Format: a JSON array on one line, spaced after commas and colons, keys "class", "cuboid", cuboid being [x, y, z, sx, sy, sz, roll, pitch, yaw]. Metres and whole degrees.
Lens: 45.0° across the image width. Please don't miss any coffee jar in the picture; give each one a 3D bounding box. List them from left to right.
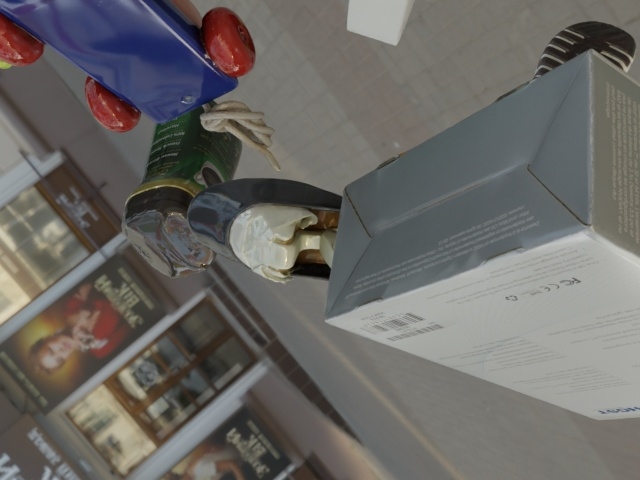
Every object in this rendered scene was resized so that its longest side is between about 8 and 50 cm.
[{"class": "coffee jar", "cuboid": [-0.135, -0.055, 0.770, 0.184, 0.079, 0.096, -84, -29, -45]}]

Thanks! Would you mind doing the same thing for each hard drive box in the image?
[{"class": "hard drive box", "cuboid": [0.149, 0.022, 0.420, 0.232, 0.089, 0.181, 24, 152, -28]}]

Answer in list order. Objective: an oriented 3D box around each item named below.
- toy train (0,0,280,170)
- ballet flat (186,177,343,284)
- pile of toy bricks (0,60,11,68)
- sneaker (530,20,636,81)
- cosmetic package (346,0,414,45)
[{"class": "toy train", "cuboid": [-0.101, -0.146, 0.488, 0.248, 0.105, 0.144, 35, -143, -62]}, {"class": "ballet flat", "cuboid": [0.000, 0.000, 0.540, 0.203, 0.074, 0.074, 9, 160, 3]}, {"class": "pile of toy bricks", "cuboid": [-0.301, -0.192, 0.680, 0.105, 0.212, 0.118, 31, 163, -15]}, {"class": "sneaker", "cuboid": [0.325, -0.178, 1.074, 0.106, 0.281, 0.163, 36, 151, 20]}, {"class": "cosmetic package", "cuboid": [0.070, -0.273, 0.678, 0.060, 0.099, 0.239, 21, 169, 4]}]
